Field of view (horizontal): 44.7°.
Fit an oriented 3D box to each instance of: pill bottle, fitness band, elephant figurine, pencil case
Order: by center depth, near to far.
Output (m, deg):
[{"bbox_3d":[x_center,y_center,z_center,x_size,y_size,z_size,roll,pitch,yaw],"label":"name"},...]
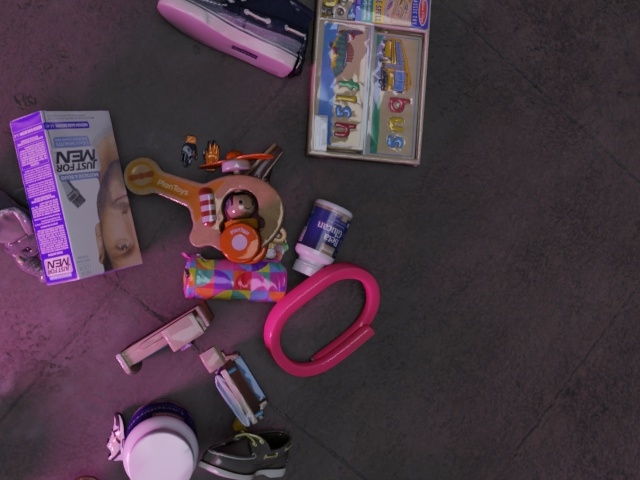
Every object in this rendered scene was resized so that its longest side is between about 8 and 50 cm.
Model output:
[{"bbox_3d":[-0.328,0.427,1.606,0.153,0.264,0.153,0,90,-12],"label":"pill bottle"},{"bbox_3d":[-0.642,-0.035,1.609,0.239,0.186,0.170,14,61,-18],"label":"elephant figurine"},{"bbox_3d":[-0.191,0.084,1.719,0.236,0.104,0.105,5,89,-13],"label":"pencil case"},{"bbox_3d":[0.009,0.176,1.744,0.290,0.054,0.209,-37,119,-9],"label":"fitness band"},{"bbox_3d":[0.000,0.000,1.757,0.094,0.094,0.169,24,86,-10],"label":"pill bottle"}]

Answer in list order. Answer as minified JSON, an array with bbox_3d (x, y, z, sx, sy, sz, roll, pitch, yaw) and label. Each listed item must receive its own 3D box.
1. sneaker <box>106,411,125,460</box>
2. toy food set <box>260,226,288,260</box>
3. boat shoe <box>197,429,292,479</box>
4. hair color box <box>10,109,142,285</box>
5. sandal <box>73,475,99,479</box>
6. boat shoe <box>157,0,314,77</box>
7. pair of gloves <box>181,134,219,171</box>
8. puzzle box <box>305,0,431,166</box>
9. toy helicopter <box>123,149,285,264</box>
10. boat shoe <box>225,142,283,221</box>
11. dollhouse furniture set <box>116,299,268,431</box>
[{"bbox_3d":[-0.446,0.430,1.697,0.043,0.040,0.109,-3,90,-9],"label":"sneaker"},{"bbox_3d":[-0.114,0.009,1.771,0.083,0.020,0.083,-6,91,-12],"label":"toy food set"},{"bbox_3d":[-0.153,0.447,1.645,0.109,0.305,0.091,17,85,27],"label":"boat shoe"},{"bbox_3d":[-0.498,-0.093,1.604,0.110,0.185,0.339,-9,94,32],"label":"hair color box"},{"bbox_3d":[-0.519,0.601,1.678,0.089,0.060,0.220,7,103,-5],"label":"sandal"},{"bbox_3d":[-0.176,-0.498,1.717,0.340,0.127,0.158,23,79,-18],"label":"boat shoe"},{"bbox_3d":[-0.269,-0.195,1.745,0.083,0.010,0.074,10,88,-10],"label":"pair of gloves"},{"bbox_3d":[0.112,-0.384,1.800,0.272,0.052,0.409,3,89,-12],"label":"puzzle box"},{"bbox_3d":[-0.241,-0.104,1.640,0.354,0.140,0.235,20,89,5],"label":"toy helicopter"},{"bbox_3d":[-0.150,-0.123,1.739,0.073,0.073,0.207,42,91,-3],"label":"boat shoe"},{"bbox_3d":[-0.256,0.311,1.616,0.198,0.286,0.303,-32,93,-2],"label":"dollhouse furniture set"}]
